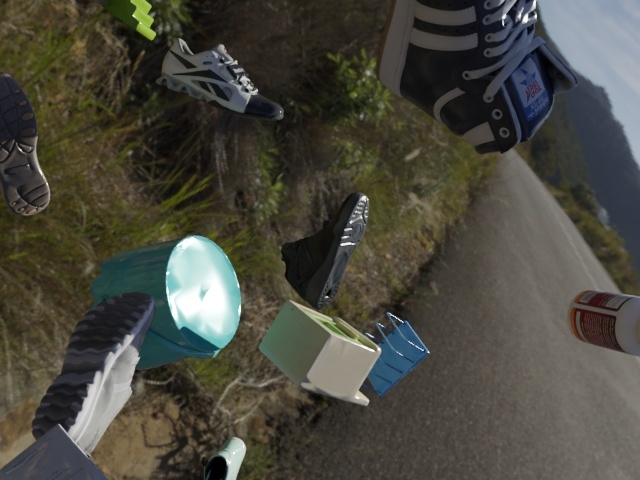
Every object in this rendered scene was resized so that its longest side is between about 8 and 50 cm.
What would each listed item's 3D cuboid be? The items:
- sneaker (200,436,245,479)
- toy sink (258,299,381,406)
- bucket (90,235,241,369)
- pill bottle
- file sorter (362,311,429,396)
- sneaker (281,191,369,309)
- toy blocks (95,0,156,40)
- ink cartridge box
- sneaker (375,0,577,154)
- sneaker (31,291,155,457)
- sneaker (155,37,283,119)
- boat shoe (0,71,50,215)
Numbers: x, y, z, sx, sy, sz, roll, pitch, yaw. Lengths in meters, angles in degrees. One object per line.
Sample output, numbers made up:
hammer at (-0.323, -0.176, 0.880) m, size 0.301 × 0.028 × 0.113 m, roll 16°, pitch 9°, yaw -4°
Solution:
sneaker at (-0.283, 0.652, 1.613) m, size 0.094 × 0.255 × 0.151 m, roll 18°, pitch 2°, yaw 13°
toy sink at (0.020, 0.234, 1.291) m, size 0.234 × 0.131 × 0.153 m, roll 30°, pitch 2°, yaw -44°
bucket at (-0.307, 0.126, 1.280) m, size 0.281 × 0.183 × 0.281 m, roll 36°, pitch 47°, yaw -52°
pill bottle at (0.445, 0.122, 0.908) m, size 0.086 × 0.086 × 0.152 m, roll 44°, pitch -10°, yaw -14°
file sorter at (0.159, 0.282, 1.555) m, size 0.104 × 0.170 × 0.118 m, roll 35°, pitch 14°, yaw -42°
sneaker at (0.000, 0.000, 1.144) m, size 0.130 × 0.227 × 0.087 m, roll 32°, pitch 18°, yaw 29°
toy blocks at (-0.288, -0.457, 0.711) m, size 0.381 × 0.260 × 0.191 m, roll 36°, pitch 7°, yaw 6°
ink cartridge box at (-0.208, 0.306, 0.607) m, size 0.231 × 0.134 × 0.078 m, roll 34°, pitch 54°, yaw 26°
sneaker at (0.130, -0.169, 0.461) m, size 0.153 × 0.099 × 0.282 m, roll 44°, pitch -15°, yaw 14°
sneaker at (-0.342, 0.205, 0.974) m, size 0.115 × 0.105 × 0.281 m, roll 75°, pitch 31°, yaw -47°
sneaker at (-0.234, -0.398, 1.523) m, size 0.331 × 0.146 × 0.122 m, roll 22°, pitch 14°, yaw 1°
boat shoe at (-0.687, -0.213, 1.360) m, size 0.123 × 0.324 × 0.116 m, roll -16°, pitch 37°, yaw -32°
